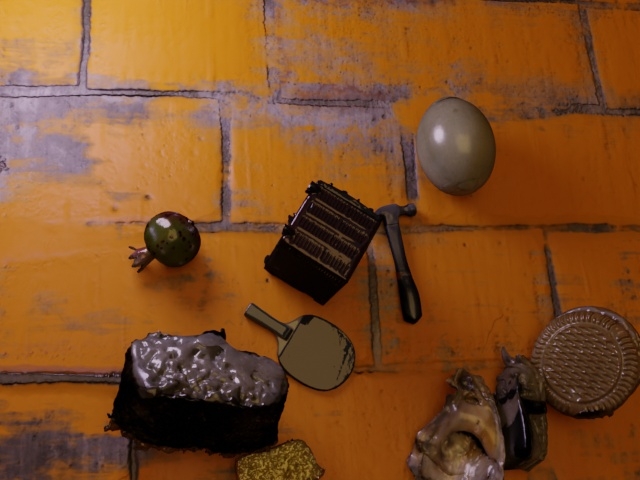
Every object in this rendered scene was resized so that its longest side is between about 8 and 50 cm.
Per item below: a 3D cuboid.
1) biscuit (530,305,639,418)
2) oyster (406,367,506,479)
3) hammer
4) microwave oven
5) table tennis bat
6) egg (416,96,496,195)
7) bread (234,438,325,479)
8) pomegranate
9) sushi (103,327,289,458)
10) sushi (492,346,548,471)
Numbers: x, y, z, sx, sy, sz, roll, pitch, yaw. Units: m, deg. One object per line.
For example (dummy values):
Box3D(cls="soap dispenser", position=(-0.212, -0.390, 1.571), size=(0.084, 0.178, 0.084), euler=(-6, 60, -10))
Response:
Box3D(cls="biscuit", position=(0.597, 0.272, 1.822), size=(0.259, 0.079, 0.259), euler=(-8, 73, 28))
Box3D(cls="oyster", position=(0.307, 0.449, 1.755), size=(0.271, 0.100, 0.275), euler=(-36, 70, -10))
Box3D(cls="hammer", position=(0.183, 0.053, 1.898), size=(0.137, 0.037, 0.290), euler=(-6, 72, -14))
Box3D(cls="microwave oven", position=(0.001, 0.002, 1.773), size=(0.178, 0.247, 0.188), euler=(30, 70, -4))
Box3D(cls="table tennis bat", position=(-0.048, 0.224, 1.805), size=(0.274, 0.021, 0.154), euler=(33, 68, -1))
Box3D(cls="egg", position=(0.323, -0.227, 1.942), size=(0.186, 0.186, 0.253), euler=(-5, 68, -13))
Box3D(cls="bread", position=(-0.091, 0.478, 1.686), size=(0.187, 0.065, 0.103), euler=(-17, 74, -15))
Box3D(cls="pomegranate", position=(-0.336, 0.008, 1.778), size=(0.129, 0.159, 0.129), euler=(34, 35, -28))
Box3D(cls="sushi", position=(-0.240, 0.306, 1.642), size=(0.348, 0.208, 0.234), euler=(13, 30, -10))
Box3D(cls="sushi", position=(0.450, 0.375, 1.812), size=(0.109, 0.134, 0.273), euler=(18, 54, -19))
